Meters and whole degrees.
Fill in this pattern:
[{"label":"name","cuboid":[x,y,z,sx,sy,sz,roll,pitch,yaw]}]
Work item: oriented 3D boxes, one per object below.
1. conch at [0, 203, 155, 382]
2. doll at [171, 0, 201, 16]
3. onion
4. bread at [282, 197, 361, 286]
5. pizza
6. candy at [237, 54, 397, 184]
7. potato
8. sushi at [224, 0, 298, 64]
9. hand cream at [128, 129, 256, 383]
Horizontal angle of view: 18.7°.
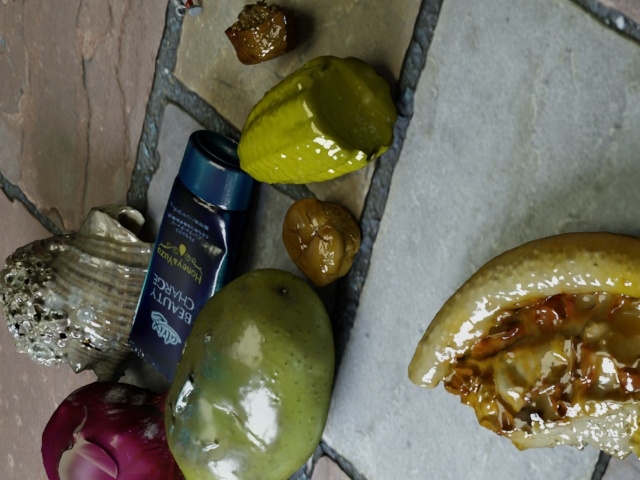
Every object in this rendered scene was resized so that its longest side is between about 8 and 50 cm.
[{"label":"conch","cuboid":[-0.253,0.059,2.076,0.178,0.163,0.245,39,119,-7]},{"label":"doll","cuboid":[-0.157,-0.268,1.932,0.114,0.039,0.057,36,158,26]},{"label":"onion","cuboid":[-0.200,0.213,2.012,0.173,0.135,0.198,47,119,12]},{"label":"bread","cuboid":[0.000,0.000,1.793,0.081,0.046,0.083,-28,78,53]},{"label":"pizza","cuboid":[0.196,0.087,1.547,0.365,0.074,0.182,-11,81,52]},{"label":"candy","cuboid":[-0.019,-0.098,1.761,0.199,0.094,0.106,-22,86,57]},{"label":"potato","cuboid":[-0.068,0.138,1.830,0.169,0.143,0.248,41,127,29]},{"label":"sushi","cuboid":[-0.056,-0.197,1.805,0.118,0.061,0.060,-8,104,53]},{"label":"hand cream","cuboid":[-0.125,0.025,1.939,0.120,0.061,0.270,36,124,31]}]
